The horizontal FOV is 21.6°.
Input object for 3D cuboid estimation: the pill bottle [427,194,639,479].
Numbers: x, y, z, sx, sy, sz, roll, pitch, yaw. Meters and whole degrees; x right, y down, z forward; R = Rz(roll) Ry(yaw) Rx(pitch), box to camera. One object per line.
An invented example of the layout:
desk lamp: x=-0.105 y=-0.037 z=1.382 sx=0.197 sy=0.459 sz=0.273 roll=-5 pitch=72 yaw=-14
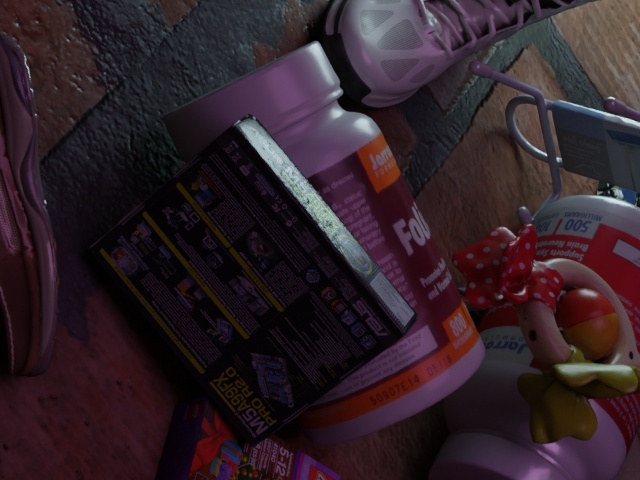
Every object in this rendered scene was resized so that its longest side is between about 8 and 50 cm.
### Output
pill bottle: x=0.289 y=0.160 z=2.030 sx=0.229 sy=0.229 sz=0.407 roll=47 pitch=55 yaw=-23

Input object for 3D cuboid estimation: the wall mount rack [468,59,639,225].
wall mount rack: x=0.338 y=-0.119 z=2.134 sx=0.130 sy=0.350 sz=0.304 roll=-46 pitch=136 yaw=-27

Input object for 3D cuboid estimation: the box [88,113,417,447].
box: x=-0.069 y=0.042 z=1.691 sx=0.270 sy=0.216 sz=0.060 roll=50 pitch=24 yaw=-2

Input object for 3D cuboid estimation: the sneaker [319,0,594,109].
sneaker: x=0.201 y=-0.317 z=2.118 sx=0.447 sy=0.257 sz=0.169 roll=-33 pitch=100 yaw=-47

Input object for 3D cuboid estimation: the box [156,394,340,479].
box: x=-0.092 y=0.332 z=1.712 sx=0.201 sy=0.057 sz=0.293 roll=36 pitch=52 yaw=-32

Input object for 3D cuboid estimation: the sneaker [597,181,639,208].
sneaker: x=0.472 y=0.027 z=2.352 sx=0.147 sy=0.130 sz=0.330 roll=42 pitch=41 yaw=-32

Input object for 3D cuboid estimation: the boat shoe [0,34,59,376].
boat shoe: x=-0.318 y=-0.028 z=1.593 sx=0.116 sy=0.123 sz=0.324 roll=-8 pitch=89 yaw=-14

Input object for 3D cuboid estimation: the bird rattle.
bird rattle: x=0.264 y=0.095 z=1.869 sx=0.207 sy=0.143 sz=0.253 roll=-6 pitch=59 yaw=-47

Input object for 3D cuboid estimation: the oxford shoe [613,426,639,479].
oxford shoe: x=0.402 y=0.277 z=2.193 sx=0.147 sy=0.140 sz=0.397 roll=-13 pitch=76 yaw=-29

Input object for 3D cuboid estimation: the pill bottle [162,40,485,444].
pill bottle: x=0.000 y=0.000 z=1.811 sx=0.224 sy=0.224 sz=0.392 roll=-35 pitch=101 yaw=-47

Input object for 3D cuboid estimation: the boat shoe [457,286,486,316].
boat shoe: x=0.208 y=0.080 z=2.144 sx=0.100 sy=0.035 sz=0.035 roll=2 pitch=101 yaw=-50
